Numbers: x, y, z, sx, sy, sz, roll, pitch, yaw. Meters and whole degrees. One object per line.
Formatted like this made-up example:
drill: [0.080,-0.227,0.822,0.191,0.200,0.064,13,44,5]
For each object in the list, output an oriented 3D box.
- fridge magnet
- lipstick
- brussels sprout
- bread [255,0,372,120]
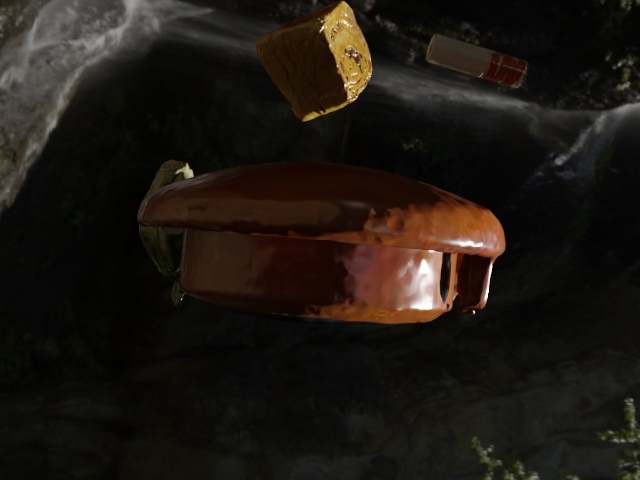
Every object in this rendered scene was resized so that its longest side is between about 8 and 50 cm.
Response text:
fridge magnet: [0.000,0.000,0.636,0.364,0.364,0.155,5,-90,64]
lipstick: [0.208,-0.239,0.826,0.038,0.131,0.038,-165,-90,-85]
brussels sprout: [-0.189,-0.013,0.831,0.139,0.100,0.181,-3,-68,46]
bread: [-0.006,-0.298,1.034,0.143,0.158,0.149,-17,-160,33]
